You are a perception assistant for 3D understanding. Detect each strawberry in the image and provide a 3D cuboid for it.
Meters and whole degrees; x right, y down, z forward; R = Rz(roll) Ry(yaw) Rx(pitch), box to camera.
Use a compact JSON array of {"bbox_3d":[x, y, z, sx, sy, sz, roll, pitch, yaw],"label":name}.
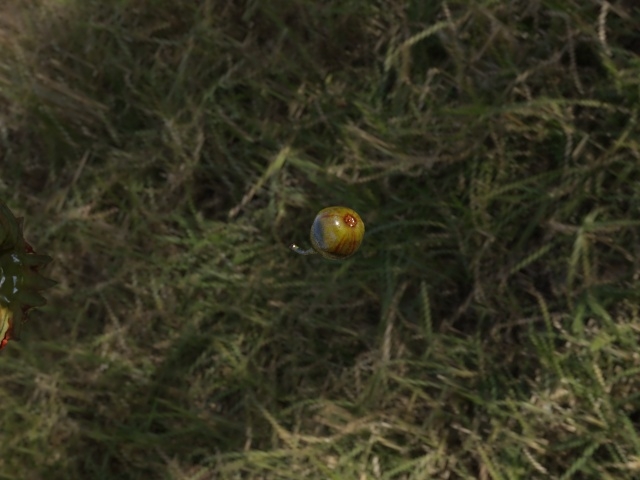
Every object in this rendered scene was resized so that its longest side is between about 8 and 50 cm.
[{"bbox_3d":[-0.573,0.049,1.427,0.344,0.292,0.292,-1,62,13],"label":"strawberry"}]

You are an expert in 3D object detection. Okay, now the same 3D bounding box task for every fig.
[{"bbox_3d":[0.000,0.000,2.384,0.236,0.124,0.124,-26,48,45],"label":"fig"}]
